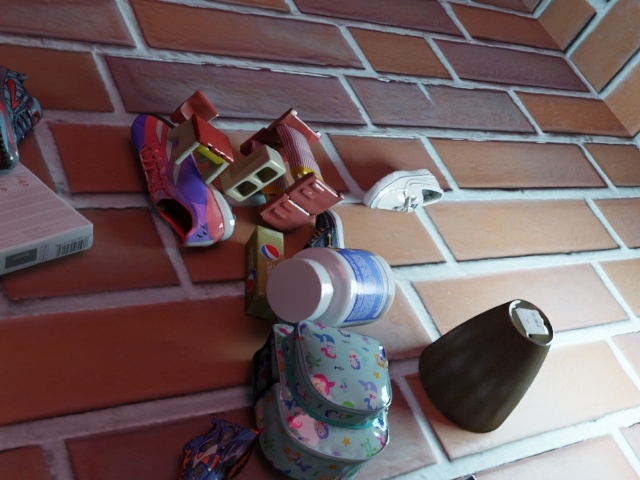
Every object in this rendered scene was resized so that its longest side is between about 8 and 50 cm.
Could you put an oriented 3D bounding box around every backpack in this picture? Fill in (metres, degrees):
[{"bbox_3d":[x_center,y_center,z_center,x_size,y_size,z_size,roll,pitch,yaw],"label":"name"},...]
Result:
[{"bbox_3d":[0.006,0.270,1.478,0.225,0.191,0.254,18,47,-23],"label":"backpack"}]

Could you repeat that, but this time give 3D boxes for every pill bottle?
[{"bbox_3d":[0.018,0.088,1.625,0.152,0.152,0.272,53,21,20],"label":"pill bottle"}]

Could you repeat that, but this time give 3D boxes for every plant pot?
[{"bbox_3d":[0.343,0.223,1.728,0.215,0.230,0.215,21,41,-19],"label":"plant pot"}]

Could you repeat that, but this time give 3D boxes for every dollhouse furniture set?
[{"bbox_3d":[-0.131,-0.187,1.741,0.374,0.152,0.201,34,30,-49],"label":"dollhouse furniture set"}]

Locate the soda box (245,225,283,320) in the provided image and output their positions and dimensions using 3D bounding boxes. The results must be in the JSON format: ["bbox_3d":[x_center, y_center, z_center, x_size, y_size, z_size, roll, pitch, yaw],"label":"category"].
[{"bbox_3d":[-0.107,0.061,1.691,0.058,0.061,0.181,18,42,-21],"label":"soda box"}]

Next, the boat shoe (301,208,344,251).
[{"bbox_3d":[0.000,0.000,1.829,0.083,0.065,0.183,12,45,-29],"label":"boat shoe"}]

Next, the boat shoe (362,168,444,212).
[{"bbox_3d":[0.203,-0.110,2.069,0.258,0.095,0.084,-20,60,-45],"label":"boat shoe"}]

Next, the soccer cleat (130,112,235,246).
[{"bbox_3d":[-0.292,-0.120,1.706,0.116,0.109,0.318,-20,67,-43],"label":"soccer cleat"}]

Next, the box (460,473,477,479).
[{"bbox_3d":[0.239,0.511,1.422,0.108,0.153,0.207,-18,64,-46],"label":"box"}]

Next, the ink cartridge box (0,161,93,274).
[{"bbox_3d":[-0.532,-0.043,1.507,0.232,0.066,0.189,32,34,29],"label":"ink cartridge box"}]

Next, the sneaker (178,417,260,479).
[{"bbox_3d":[-0.183,0.350,1.344,0.087,0.083,0.221,29,33,15],"label":"sneaker"}]

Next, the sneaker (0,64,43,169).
[{"bbox_3d":[-0.564,-0.233,1.618,0.125,0.104,0.262,5,48,-36],"label":"sneaker"}]
